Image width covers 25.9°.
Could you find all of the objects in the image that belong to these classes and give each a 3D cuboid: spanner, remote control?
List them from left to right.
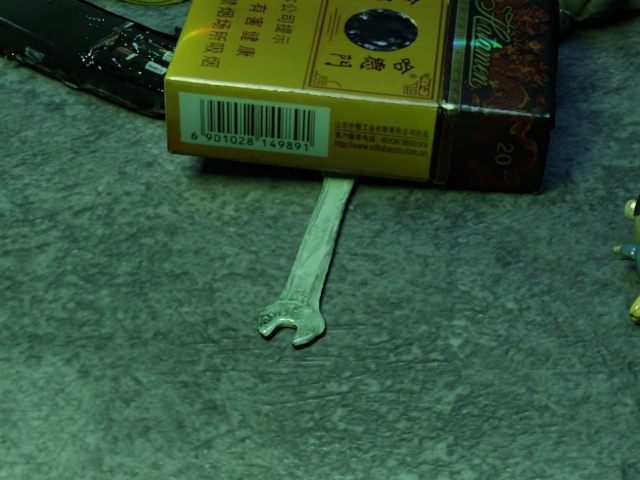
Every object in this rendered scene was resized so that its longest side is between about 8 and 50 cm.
[{"bbox_3d":[-0.271,-0.239,1.739,0.398,0.062,0.144,24,50,30],"label":"remote control"},{"bbox_3d":[0.000,0.000,1.461,0.071,0.017,0.302,5,43,14],"label":"spanner"}]

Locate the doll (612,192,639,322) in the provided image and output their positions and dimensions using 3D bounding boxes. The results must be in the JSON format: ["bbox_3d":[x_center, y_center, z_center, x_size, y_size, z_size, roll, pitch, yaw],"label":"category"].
[{"bbox_3d":[0.338,0.003,1.360,0.102,0.089,0.179,7,67,17],"label":"doll"}]

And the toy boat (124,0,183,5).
[{"bbox_3d":[-0.235,-0.355,1.863,0.172,0.066,0.065,2,45,12],"label":"toy boat"}]

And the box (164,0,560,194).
[{"bbox_3d":[0.055,-0.193,1.557,0.415,0.116,0.264,7,42,5],"label":"box"}]

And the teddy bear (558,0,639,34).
[{"bbox_3d":[0.364,-0.359,1.679,0.171,0.251,0.144,7,-2,-16],"label":"teddy bear"}]
